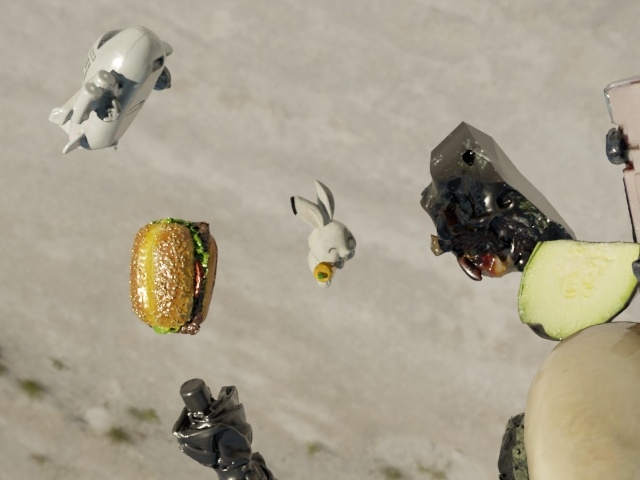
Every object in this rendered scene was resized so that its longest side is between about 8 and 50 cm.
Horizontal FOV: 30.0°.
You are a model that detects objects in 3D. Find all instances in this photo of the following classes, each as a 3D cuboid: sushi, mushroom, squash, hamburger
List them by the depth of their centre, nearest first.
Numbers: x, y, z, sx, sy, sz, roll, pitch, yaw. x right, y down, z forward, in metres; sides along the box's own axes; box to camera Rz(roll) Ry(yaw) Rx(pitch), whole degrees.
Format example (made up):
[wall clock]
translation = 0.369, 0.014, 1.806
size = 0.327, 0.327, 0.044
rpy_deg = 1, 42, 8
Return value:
[mushroom]
translation = 0.357, 0.277, 1.393
size = 0.295, 0.362, 0.362
rpy_deg = -25, 123, 40
[hamburger]
translation = -0.216, 0.050, 1.670
size = 0.137, 0.166, 0.087
rpy_deg = 3, 178, 40
[squash]
translation = 0.388, 0.092, 1.758
size = 0.192, 0.184, 0.085
rpy_deg = 1, 142, 38
[sushi]
translation = 0.297, -0.044, 2.171
size = 0.212, 0.215, 0.227
rpy_deg = -43, 125, 17

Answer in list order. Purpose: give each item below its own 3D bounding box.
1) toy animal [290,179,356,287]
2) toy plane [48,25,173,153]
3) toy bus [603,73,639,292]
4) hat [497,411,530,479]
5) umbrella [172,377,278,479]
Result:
[toy animal]
translation = 0.000, 0.000, 2.068
size = 0.127, 0.131, 0.181
rpy_deg = 37, 155, 19
[toy plane]
translation = -0.318, -0.227, 1.802
size = 0.118, 0.252, 0.252
rpy_deg = 43, 149, 1
[toy bus]
translation = 0.435, -0.056, 1.453
size = 0.112, 0.138, 0.317
rpy_deg = 0, 108, 38
[hat]
translation = 0.320, 0.306, 1.686
size = 0.128, 0.265, 0.265
rpy_deg = -7, 136, 40
[umbrella]
translation = -0.137, 0.319, 1.775
size = 0.110, 0.122, 0.272
rpy_deg = 25, 142, 61
